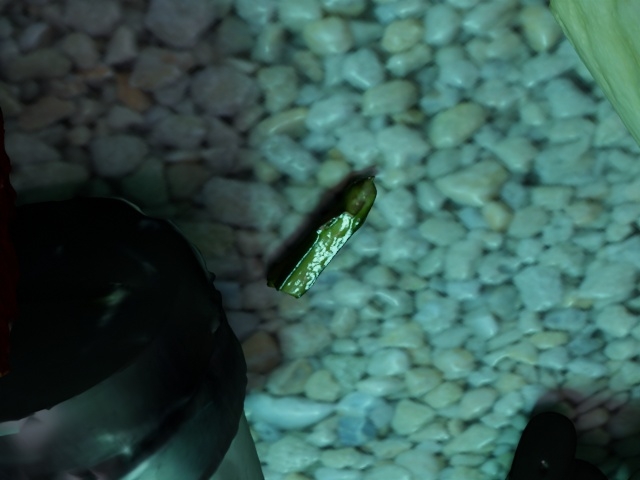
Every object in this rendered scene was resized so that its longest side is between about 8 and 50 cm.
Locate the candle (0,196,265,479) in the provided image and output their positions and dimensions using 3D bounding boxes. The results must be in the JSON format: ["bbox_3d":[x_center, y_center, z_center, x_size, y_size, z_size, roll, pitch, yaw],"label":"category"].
[{"bbox_3d":[-0.138,0.151,0.972,0.221,0.221,0.343,-10,134,1],"label":"candle"}]

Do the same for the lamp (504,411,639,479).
[{"bbox_3d":[0.238,0.226,1.136,0.243,0.198,0.198,19,131,6],"label":"lamp"}]

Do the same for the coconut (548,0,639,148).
[{"bbox_3d":[0.251,-0.135,0.733,0.328,0.329,0.329,-4,133,-4],"label":"coconut"}]

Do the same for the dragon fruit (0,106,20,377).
[{"bbox_3d":[-0.289,-0.090,0.719,0.286,0.228,0.329,-1,135,-5],"label":"dragon fruit"}]

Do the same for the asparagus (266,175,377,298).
[{"bbox_3d":[0.001,0.000,0.983,0.025,0.021,0.108,23,126,-26],"label":"asparagus"}]
